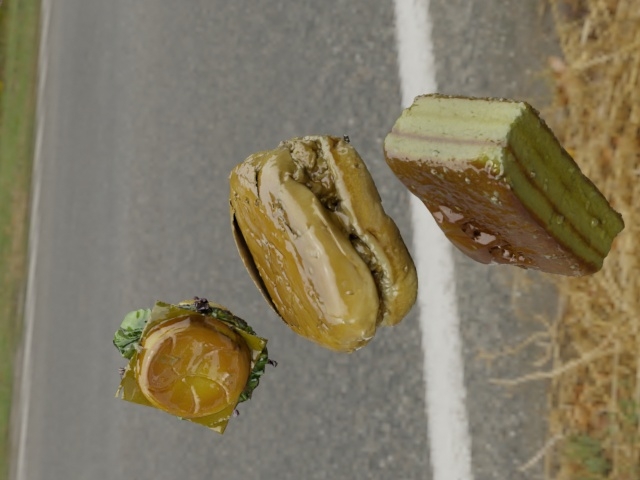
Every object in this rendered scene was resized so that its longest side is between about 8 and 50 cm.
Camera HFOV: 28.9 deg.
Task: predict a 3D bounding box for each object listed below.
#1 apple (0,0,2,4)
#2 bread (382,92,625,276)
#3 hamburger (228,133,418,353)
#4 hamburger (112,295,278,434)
[{"bbox_3d":[-0.297,-0.187,0.859,0.131,0.146,0.146,-16,67,48],"label":"apple"},{"bbox_3d":[0.196,-0.055,1.356,0.184,0.234,0.110,14,68,50],"label":"bread"},{"bbox_3d":[0.001,0.002,1.114,0.214,0.108,0.214,50,157,29],"label":"hamburger"},{"bbox_3d":[-0.154,0.136,1.473,0.164,0.189,0.093,-52,21,15],"label":"hamburger"}]
